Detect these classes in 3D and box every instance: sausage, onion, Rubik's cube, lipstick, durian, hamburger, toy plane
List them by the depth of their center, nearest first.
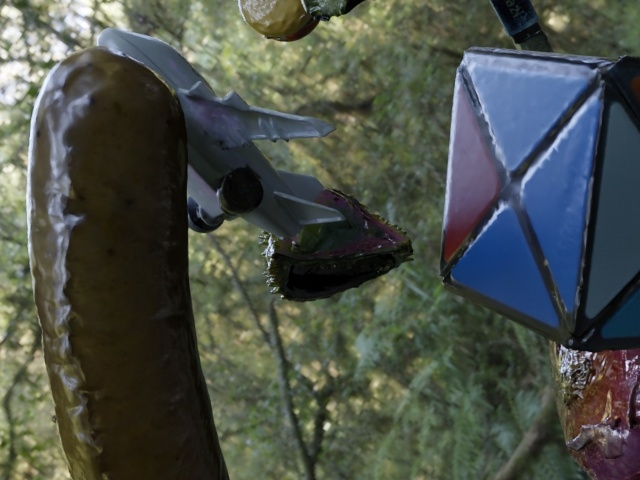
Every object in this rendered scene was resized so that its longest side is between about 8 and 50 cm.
[{"bbox_3d":[-0.153,0.098,0.780,0.123,0.136,0.501,-159,60,-68],"label":"sausage"},{"bbox_3d":[-0.101,-0.083,0.845,0.251,0.255,0.101,-19,34,57],"label":"toy plane"},{"bbox_3d":[0.278,-0.050,0.911,0.248,0.249,0.247,-148,60,-66],"label":"Rubik's cube"},{"bbox_3d":[-0.001,-0.004,1.045,0.186,0.108,0.119,-5,-28,-29],"label":"durian"},{"bbox_3d":[0.313,-0.261,1.385,0.051,0.312,0.051,-28,21,12],"label":"lipstick"},{"bbox_3d":[0.482,0.193,1.404,0.347,0.285,0.348,177,90,-86],"label":"onion"},{"bbox_3d":[-0.071,-0.447,1.787,0.162,0.162,0.115,-57,-14,9],"label":"hamburger"}]

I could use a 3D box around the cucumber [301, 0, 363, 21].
[{"bbox_3d":[0.126,-0.262,0.802,0.303,0.072,0.081,-20,-27,-8],"label":"cucumber"}]
